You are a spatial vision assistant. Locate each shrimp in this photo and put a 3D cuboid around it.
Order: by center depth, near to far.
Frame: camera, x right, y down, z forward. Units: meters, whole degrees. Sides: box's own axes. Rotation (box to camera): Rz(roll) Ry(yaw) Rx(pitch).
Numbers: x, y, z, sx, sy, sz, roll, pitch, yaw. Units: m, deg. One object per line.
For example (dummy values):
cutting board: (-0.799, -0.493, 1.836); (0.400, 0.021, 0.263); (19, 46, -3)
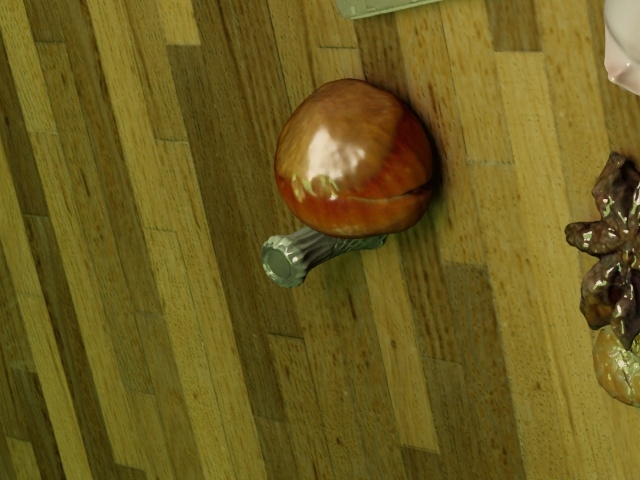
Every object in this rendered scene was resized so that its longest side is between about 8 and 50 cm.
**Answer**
shrimp: (0.355, 0.129, 1.998); (0.180, 0.041, 0.099); (11, 104, 42)

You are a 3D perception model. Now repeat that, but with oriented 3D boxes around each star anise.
star anise: (0.312, -0.006, 1.903); (0.212, 0.073, 0.197); (-41, 51, 45)

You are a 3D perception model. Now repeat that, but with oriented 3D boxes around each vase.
vase: (0.000, 0.000, 2.183); (0.081, 0.148, 0.081); (22, 126, 34)

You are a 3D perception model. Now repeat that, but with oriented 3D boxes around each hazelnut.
hazelnut: (0.030, -0.077, 2.098); (0.182, 0.182, 0.182); (23, 127, 34)

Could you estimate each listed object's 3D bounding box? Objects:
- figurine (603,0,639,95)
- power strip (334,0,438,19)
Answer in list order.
figurine: (0.335, -0.250, 1.722); (0.200, 0.133, 0.276); (40, 134, 26)
power strip: (0.110, -0.283, 1.989); (0.272, 0.052, 0.078); (-7, 107, 45)
